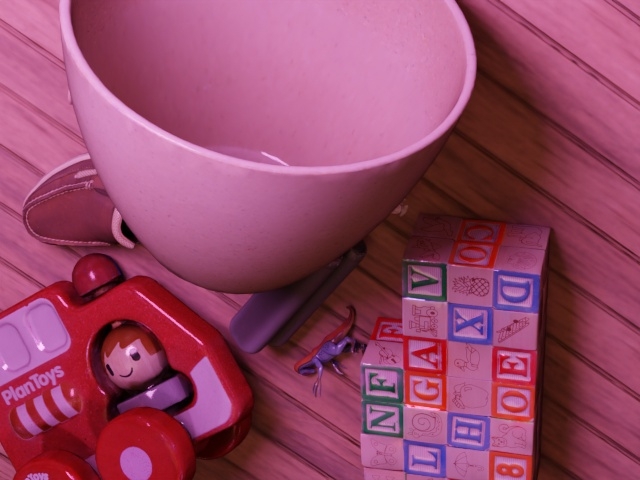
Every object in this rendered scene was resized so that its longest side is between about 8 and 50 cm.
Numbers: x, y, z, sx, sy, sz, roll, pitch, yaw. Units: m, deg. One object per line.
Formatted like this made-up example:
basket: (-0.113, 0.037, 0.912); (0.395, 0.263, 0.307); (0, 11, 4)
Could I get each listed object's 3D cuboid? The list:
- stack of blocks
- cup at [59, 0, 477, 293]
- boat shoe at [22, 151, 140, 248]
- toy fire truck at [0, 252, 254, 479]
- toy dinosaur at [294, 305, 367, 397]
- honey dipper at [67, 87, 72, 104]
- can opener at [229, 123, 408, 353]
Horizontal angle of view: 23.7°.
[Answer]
stack of blocks: (0.130, 0.124, 1.486); (0.171, 0.087, 0.297); (6, 123, 12)
cup: (-0.057, -0.093, 1.278); (0.331, 0.331, 0.237); (18, 136, 4)
boat shoe: (-0.187, -0.037, 1.467); (0.257, 0.095, 0.095); (-14, 117, 23)
toy fire truck: (-0.229, 0.154, 1.577); (0.302, 0.169, 0.254); (-28, 92, 28)
toy dinosaur: (0.008, 0.113, 1.557); (0.082, 0.047, 0.090); (-6, 87, 29)
honey dipper: (-0.159, -0.126, 1.445); (0.160, 0.030, 0.030); (13, 125, 2)
can opener: (0.000, 0.000, 1.466); (0.093, 0.074, 0.280); (52, 126, 23)
